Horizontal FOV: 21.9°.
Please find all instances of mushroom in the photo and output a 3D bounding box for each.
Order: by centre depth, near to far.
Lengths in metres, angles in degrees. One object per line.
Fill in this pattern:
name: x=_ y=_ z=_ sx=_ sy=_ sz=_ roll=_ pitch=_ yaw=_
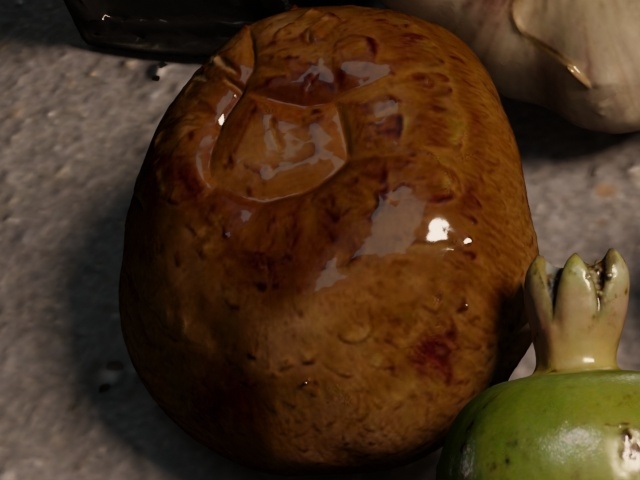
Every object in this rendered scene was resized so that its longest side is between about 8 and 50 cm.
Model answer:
mushroom: x=-0.004 y=-0.010 z=0.723 sx=0.194 sy=0.138 sz=0.231 roll=-19 pitch=47 yaw=-1

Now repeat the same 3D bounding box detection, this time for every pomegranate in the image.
pomegranate: x=0.098 y=0.075 z=0.624 sx=0.114 sy=0.114 sz=0.142 roll=-5 pitch=79 yaw=11

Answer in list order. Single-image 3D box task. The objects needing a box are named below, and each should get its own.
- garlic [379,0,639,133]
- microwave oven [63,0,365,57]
garlic: x=0.159 y=-0.187 z=0.819 sx=0.245 sy=0.245 sz=0.253 roll=10 pitch=17 yaw=23
microwave oven: x=-0.063 y=-0.232 z=0.869 sx=0.178 sy=0.247 sz=0.188 roll=3 pitch=49 yaw=22
